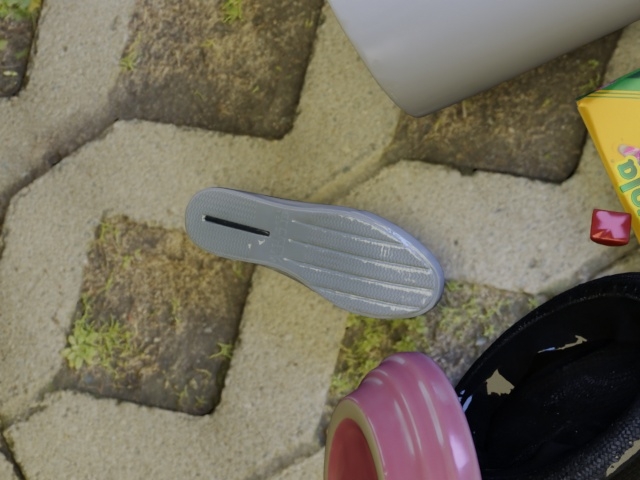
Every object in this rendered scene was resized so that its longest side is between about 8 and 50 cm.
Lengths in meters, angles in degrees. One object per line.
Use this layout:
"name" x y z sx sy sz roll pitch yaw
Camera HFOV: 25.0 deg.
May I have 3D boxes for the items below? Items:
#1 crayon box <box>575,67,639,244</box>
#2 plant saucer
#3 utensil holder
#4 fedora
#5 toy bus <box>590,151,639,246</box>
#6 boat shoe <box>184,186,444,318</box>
"crayon box" 0.391 -0.050 1.463 0.165 0.081 0.279 -25 83 16
"plant saucer" 0.072 0.278 1.439 0.084 0.332 0.332 -3 89 -15
"utensil holder" 0.200 -0.335 1.401 0.385 0.327 0.328 -24 83 17
"fedora" 0.271 0.186 1.433 0.334 0.334 0.152 -42 112 13
"toy bus" 0.360 -0.050 1.344 0.202 0.104 0.191 37 78 14
"boat shoe" 0.000 0.000 1.579 0.302 0.094 0.109 20 105 17
